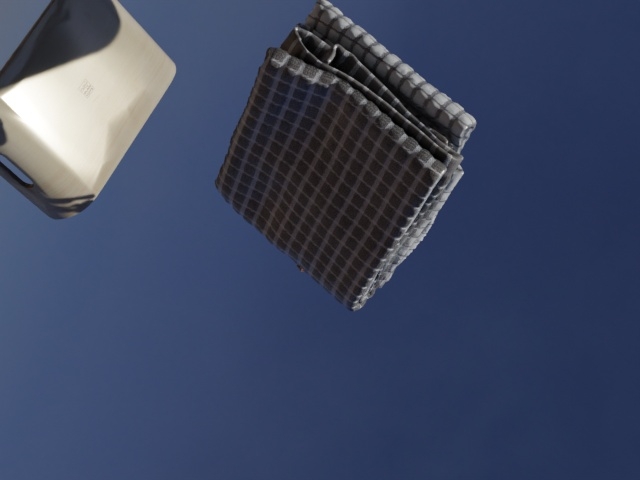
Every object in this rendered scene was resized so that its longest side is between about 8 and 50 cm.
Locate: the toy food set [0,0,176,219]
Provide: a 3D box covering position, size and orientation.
[{"bbox_3d":[-0.351,-0.211,1.484,0.092,0.219,0.306,7,-120,41],"label":"toy food set"}]

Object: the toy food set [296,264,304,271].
[{"bbox_3d":[0.000,0.000,1.429,0.019,0.078,0.122,49,-48,17],"label":"toy food set"}]

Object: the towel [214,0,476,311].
[{"bbox_3d":[0.016,-0.080,1.171,0.121,0.235,0.283,-38,164,-38],"label":"towel"}]
